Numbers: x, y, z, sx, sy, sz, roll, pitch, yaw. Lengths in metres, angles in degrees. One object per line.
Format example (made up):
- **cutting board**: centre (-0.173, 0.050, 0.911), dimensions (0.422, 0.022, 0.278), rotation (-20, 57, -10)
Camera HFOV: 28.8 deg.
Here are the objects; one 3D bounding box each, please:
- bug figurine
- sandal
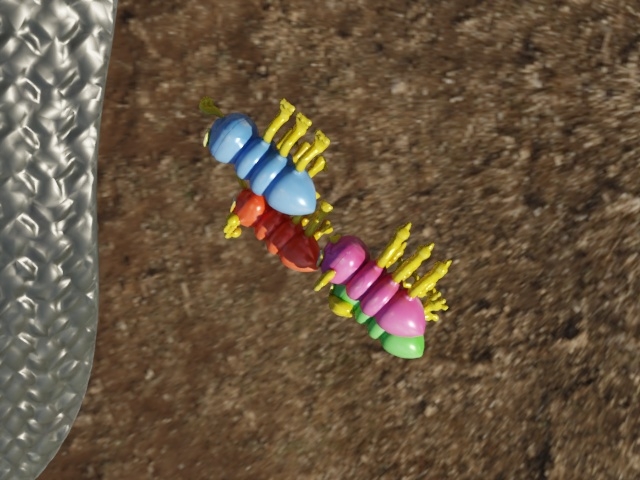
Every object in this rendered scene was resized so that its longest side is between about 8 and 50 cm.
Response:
- **bug figurine**: centre (0.000, 0.000, 0.919), dimensions (0.216, 0.279, 0.072), rotation (42, 82, 10)
- **sandal**: centre (-0.187, -0.025, 0.633), dimensions (0.167, 0.107, 0.446), rotation (7, 117, -23)
